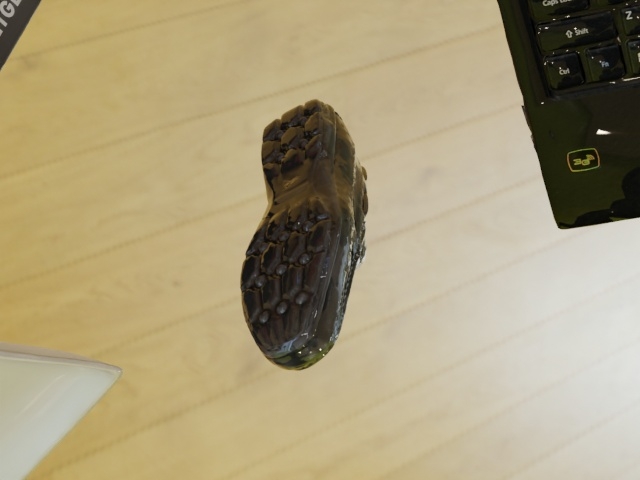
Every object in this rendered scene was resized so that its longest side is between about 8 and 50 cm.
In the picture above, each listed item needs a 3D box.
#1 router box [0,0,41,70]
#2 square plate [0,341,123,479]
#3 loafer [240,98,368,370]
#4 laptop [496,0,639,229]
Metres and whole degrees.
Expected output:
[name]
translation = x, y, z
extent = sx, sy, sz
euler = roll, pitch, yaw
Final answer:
[router box]
translation = -0.347, -0.149, 1.036
extent = 0.243, 0.081, 0.309
euler = 40, 48, -25
[square plate]
translation = -0.401, 0.173, 1.285
extent = 0.347, 0.049, 0.344
euler = 16, 130, -43
[loafer]
translation = 0.000, 0.000, 0.953
extent = 0.078, 0.076, 0.223
euler = 48, 28, -31
[laptop]
translation = 0.155, -0.072, 0.396
extent = 0.136, 0.234, 0.264
euler = -84, 159, -45
